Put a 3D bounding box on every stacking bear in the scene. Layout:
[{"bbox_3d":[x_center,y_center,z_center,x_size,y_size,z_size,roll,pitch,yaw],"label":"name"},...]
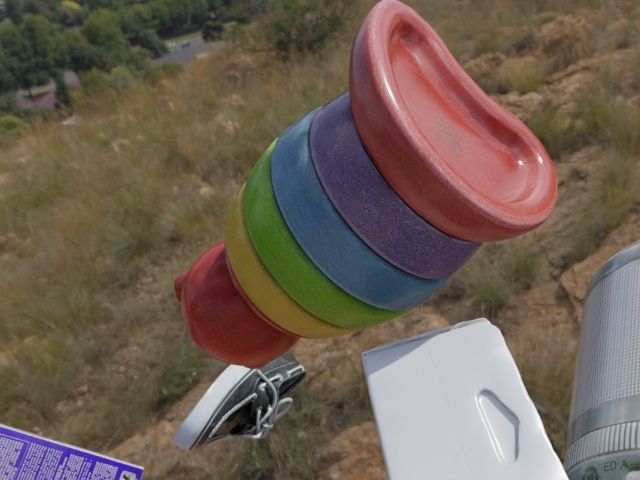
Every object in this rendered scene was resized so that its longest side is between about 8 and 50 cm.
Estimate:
[{"bbox_3d":[0.000,0.000,0.478,0.289,0.175,0.164,-39,14,36],"label":"stacking bear"}]

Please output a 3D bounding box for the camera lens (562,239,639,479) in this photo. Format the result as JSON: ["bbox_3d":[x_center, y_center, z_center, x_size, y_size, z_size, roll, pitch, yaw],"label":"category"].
[{"bbox_3d":[0.304,0.140,0.478,0.219,0.219,0.274,4,51,26],"label":"camera lens"}]

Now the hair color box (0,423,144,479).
[{"bbox_3d":[-0.389,0.277,0.769,0.185,0.339,0.110,5,63,22],"label":"hair color box"}]

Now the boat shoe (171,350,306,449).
[{"bbox_3d":[-0.106,0.242,0.966,0.105,0.113,0.306,39,16,9],"label":"boat shoe"}]

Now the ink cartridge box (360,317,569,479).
[{"bbox_3d":[0.089,0.163,0.366,0.082,0.190,0.139,-16,38,4],"label":"ink cartridge box"}]
